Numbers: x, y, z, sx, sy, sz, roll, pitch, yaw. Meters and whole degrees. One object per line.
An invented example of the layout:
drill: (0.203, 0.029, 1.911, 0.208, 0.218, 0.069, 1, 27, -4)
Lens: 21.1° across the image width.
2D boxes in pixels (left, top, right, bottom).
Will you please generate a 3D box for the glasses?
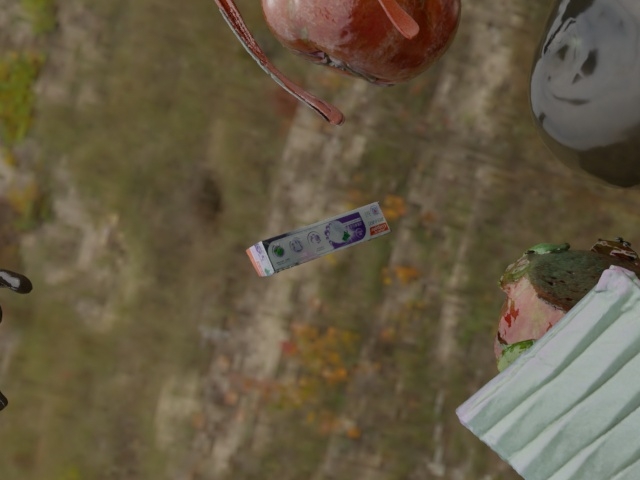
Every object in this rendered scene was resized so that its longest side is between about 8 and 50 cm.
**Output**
glasses: (-0.041, -0.250, 1.557, 0.268, 0.118, 0.234, 63, 145, 13)

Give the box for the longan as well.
longan: (0.392, -0.219, 1.970, 0.350, 0.288, 0.288, -57, 28, 15)

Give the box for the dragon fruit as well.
dragon fruit: (0.331, 0.100, 2.012, 0.295, 0.268, 0.130, -127, 44, -59)

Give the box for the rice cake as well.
rice cake: (0.245, 0.139, 1.447, 0.198, 0.189, 0.037, -49, -7, 4)

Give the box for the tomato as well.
tomato: (0.047, -0.282, 1.951, 0.232, 0.232, 0.189, 17, 85, 66)

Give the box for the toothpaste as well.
toothpaste: (0.000, 0.000, 2.168, 0.040, 0.196, 0.047, -32, 80, 54)

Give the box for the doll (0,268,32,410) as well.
doll: (-0.266, 0.053, 1.069, 0.057, 0.165, 0.139, -59, -13, -49)
